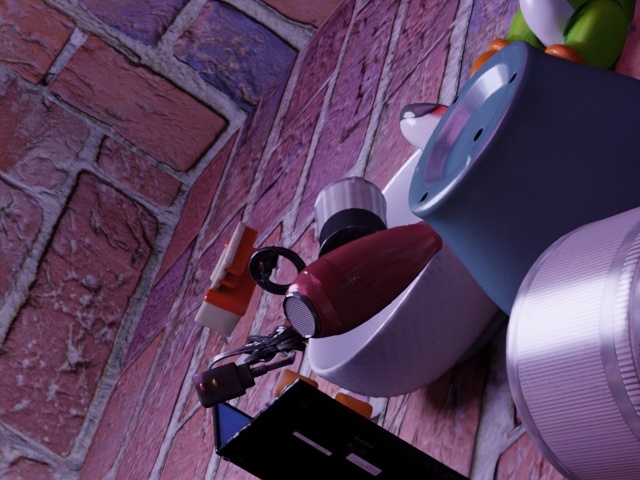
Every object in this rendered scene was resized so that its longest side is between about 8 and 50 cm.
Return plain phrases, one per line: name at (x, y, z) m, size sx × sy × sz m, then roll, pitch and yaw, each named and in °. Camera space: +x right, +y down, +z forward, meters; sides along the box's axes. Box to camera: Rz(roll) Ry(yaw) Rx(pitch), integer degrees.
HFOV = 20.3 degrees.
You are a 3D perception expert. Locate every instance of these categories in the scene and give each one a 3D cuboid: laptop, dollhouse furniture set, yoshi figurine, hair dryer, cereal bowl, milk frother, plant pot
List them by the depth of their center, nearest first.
plant pot at (0.231, -0.040, 1.601) m, size 0.272 × 0.255 × 0.272 m, roll -53°, pitch 14°, yaw 19°
laptop at (0.025, 0.210, 1.824) m, size 0.264 × 0.234 × 0.136 m, roll -45°, pitch 19°, yaw 46°
hair dryer at (-0.007, 0.062, 1.830) m, size 0.293 × 0.080 × 0.223 m, roll -30°, pitch 4°, yaw 6°
yoshi figurine at (0.332, -0.275, 1.978) m, size 0.362 × 0.203 × 0.203 m, roll -57°, pitch -5°, yaw -12°
milk frother at (0.000, 0.000, 1.978) m, size 0.129 × 0.143 × 0.135 m, roll -61°, pitch 14°, yaw 22°
cereal bowl at (0.134, 0.038, 2.022) m, size 0.339 × 0.141 × 0.339 m, roll -54°, pitch 13°, yaw 19°
dollhouse furniture set at (-0.012, 0.090, 2.181) m, size 0.135 × 0.259 × 0.262 m, roll 122°, pitch 169°, yaw -51°

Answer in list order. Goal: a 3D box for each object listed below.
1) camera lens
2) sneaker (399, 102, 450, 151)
camera lens at (0.275, 0.074, 1.258) m, size 0.219 × 0.219 × 0.274 m, roll -62°, pitch 14°, yaw -19°
sneaker at (0.180, -0.036, 1.813) m, size 0.145 × 0.270 × 0.090 m, roll -66°, pitch -18°, yaw -7°
